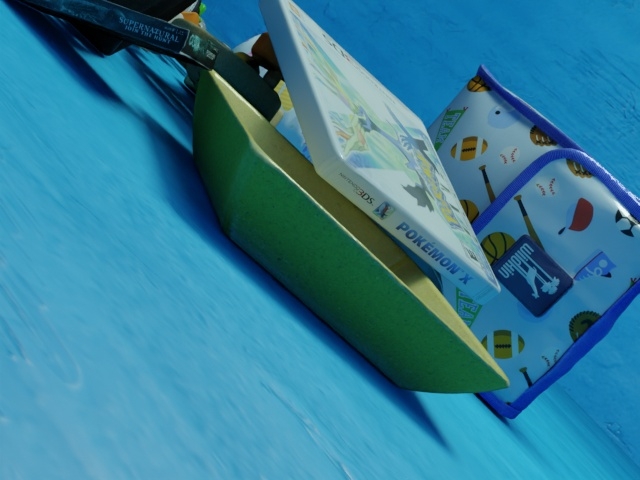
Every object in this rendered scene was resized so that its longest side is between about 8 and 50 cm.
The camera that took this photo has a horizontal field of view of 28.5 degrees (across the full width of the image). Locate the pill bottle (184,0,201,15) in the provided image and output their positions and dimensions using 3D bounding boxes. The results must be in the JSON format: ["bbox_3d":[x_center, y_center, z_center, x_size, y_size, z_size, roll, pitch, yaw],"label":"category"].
[{"bbox_3d":[-0.221,-0.345,1.654,0.123,0.123,0.219,46,-7,13],"label":"pill bottle"}]

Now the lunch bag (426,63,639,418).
[{"bbox_3d":[0.250,0.003,1.685,0.239,0.328,0.385,32,15,-46],"label":"lunch bag"}]

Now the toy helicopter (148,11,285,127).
[{"bbox_3d":[-0.152,-0.218,1.636,0.235,0.140,0.355,35,-4,-6],"label":"toy helicopter"}]

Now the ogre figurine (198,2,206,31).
[{"bbox_3d":[-0.204,-0.311,1.885,0.118,0.097,0.197,54,13,25],"label":"ogre figurine"}]

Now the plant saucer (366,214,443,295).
[{"bbox_3d":[0.073,0.004,1.472,0.195,0.037,0.195,34,-23,16],"label":"plant saucer"}]

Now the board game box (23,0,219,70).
[{"bbox_3d":[-0.196,-0.206,1.176,0.186,0.026,0.126,20,3,6],"label":"board game box"}]

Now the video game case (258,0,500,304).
[{"bbox_3d":[0.065,-0.110,1.433,0.300,0.036,0.329,37,24,-38],"label":"video game case"}]

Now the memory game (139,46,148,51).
[{"bbox_3d":[-0.301,-0.327,1.730,0.186,0.012,0.186,45,5,-5],"label":"memory game"}]

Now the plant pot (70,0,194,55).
[{"bbox_3d":[-0.203,-0.304,1.315,0.187,0.167,0.188,43,-20,-12],"label":"plant pot"}]

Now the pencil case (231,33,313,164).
[{"bbox_3d":[-0.047,-0.188,1.897,0.273,0.113,0.124,57,-8,33],"label":"pencil case"}]

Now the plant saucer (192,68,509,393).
[{"bbox_3d":[0.000,0.000,1.199,0.333,0.081,0.333,43,6,-22],"label":"plant saucer"}]
